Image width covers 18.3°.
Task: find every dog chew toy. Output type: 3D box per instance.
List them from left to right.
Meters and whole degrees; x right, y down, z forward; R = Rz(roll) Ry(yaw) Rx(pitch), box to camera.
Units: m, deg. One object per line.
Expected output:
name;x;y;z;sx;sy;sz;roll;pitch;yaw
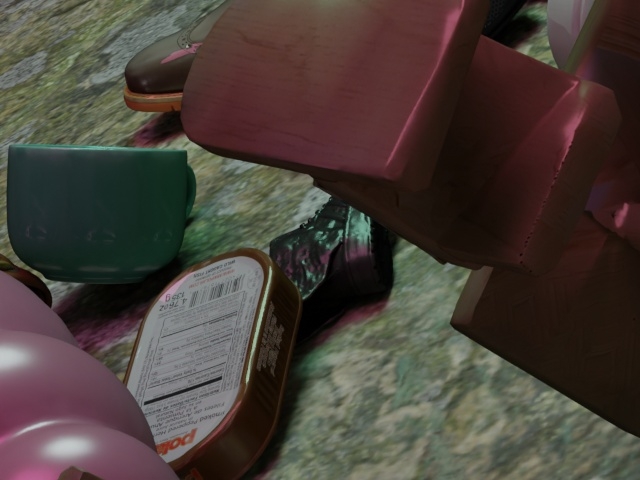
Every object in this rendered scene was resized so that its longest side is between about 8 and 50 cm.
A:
dog chew toy;-0.181;0.129;1.068;0.207;0.206;0.332;-37;32;-22

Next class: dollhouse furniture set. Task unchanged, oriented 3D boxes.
dollhouse furniture set;0.080;0.032;0.804;0.256;0.362;0.394;13;75;54

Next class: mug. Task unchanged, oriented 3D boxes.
mug;-0.150;-0.019;1.453;0.158;0.097;0.129;1;3;-23

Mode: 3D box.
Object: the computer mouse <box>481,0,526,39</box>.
computer mouse;0.093;-0.163;1.555;0.272;0.072;0.188;-23;18;-24

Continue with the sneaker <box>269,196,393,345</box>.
sneaker;0.001;0.002;1.307;0.089;0.051;0.170;-18;35;17

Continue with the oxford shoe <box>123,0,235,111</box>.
oxford shoe;-0.021;-0.228;1.718;0.364;0.132;0.130;-27;23;1

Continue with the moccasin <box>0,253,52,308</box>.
moccasin;-0.323;0.104;1.322;0.147;0.139;0.380;10;21;30

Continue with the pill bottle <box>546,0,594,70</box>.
pill bottle;0.262;-0.112;1.110;0.176;0.176;0.318;-34;24;-16

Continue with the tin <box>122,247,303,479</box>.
tin;-0.071;0.079;1.200;0.106;0.040;0.189;-23;34;28
